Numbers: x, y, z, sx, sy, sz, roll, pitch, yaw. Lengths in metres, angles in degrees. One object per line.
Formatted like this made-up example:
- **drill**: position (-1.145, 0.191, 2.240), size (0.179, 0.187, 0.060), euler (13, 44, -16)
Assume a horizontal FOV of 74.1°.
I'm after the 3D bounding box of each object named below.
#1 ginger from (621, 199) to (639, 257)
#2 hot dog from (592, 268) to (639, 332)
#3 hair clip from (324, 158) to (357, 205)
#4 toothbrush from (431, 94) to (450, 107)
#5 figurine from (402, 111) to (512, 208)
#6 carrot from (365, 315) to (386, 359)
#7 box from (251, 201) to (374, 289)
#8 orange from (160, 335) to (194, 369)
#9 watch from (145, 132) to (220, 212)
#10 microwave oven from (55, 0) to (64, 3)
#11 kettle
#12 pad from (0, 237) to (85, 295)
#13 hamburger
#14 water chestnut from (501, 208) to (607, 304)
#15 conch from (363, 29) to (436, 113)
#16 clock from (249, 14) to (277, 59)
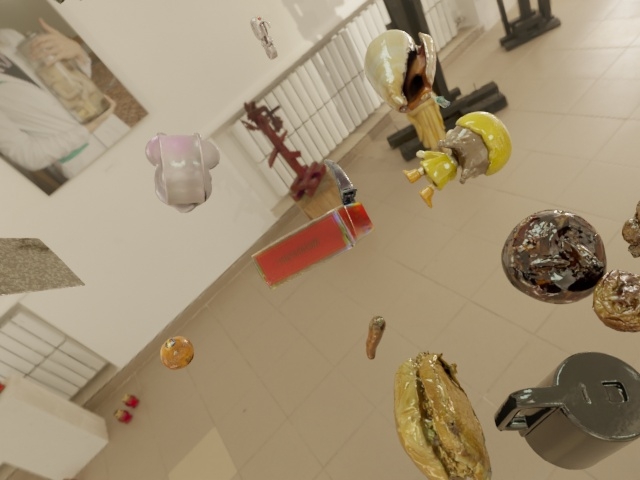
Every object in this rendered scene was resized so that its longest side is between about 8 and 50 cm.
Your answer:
- **ginger**: position (0.780, -0.041, 0.997), size (0.162, 0.103, 0.073), euler (-47, 3, 5)
- **hot dog**: position (0.812, 0.148, 1.102), size (0.160, 0.099, 0.226), euler (22, 37, 39)
- **hair clip**: position (0.061, -0.205, 1.362), size (0.048, 0.083, 0.275), euler (-12, 42, -8)
- **toothbrush**: position (0.281, -0.500, 1.315), size (0.030, 0.303, 0.030), euler (-53, 19, 27)
- **figurine**: position (0.461, -0.268, 1.410), size (0.343, 0.215, 0.187), euler (-37, 8, 14)
- **carrot**: position (0.151, 0.282, 1.200), size (0.047, 0.191, 0.047), euler (3, 41, -3)
- **box**: position (-0.001, -0.001, 0.530), size (0.112, 0.048, 0.175), euler (-28, 0, 15)
- **orange**: position (-0.358, 0.282, 1.059), size (0.083, 0.083, 0.084), euler (-23, 38, 19)
- **watch**: position (-0.375, -0.215, 1.181), size (0.210, 0.249, 0.217), euler (-5, -9, -20)
- **microwave oven**: position (-0.316, -0.475, 0.378), size (0.355, 0.286, 0.219), euler (-30, 37, 61)
- **kettle**: position (0.559, 0.376, 0.968), size (0.262, 0.308, 0.203), euler (18, 62, 24)
- **pad**: position (-0.544, 0.041, 0.711), size (0.158, 0.235, 0.003), euler (37, 104, 17)
- **hamburger**: position (0.295, 0.440, 1.032), size (0.158, 0.319, 0.319), euler (-27, 36, 23)
- **water chestnut**: position (0.692, 0.047, 1.226), size (0.300, 0.300, 0.300), euler (-23, 38, 19)
- **conch**: position (0.177, -0.350, 0.924), size (0.158, 0.127, 0.255), euler (-7, 58, 13)
- **clock**: position (-0.169, -0.616, 1.284), size (0.041, 0.129, 0.087), euler (-32, 16, -11)
